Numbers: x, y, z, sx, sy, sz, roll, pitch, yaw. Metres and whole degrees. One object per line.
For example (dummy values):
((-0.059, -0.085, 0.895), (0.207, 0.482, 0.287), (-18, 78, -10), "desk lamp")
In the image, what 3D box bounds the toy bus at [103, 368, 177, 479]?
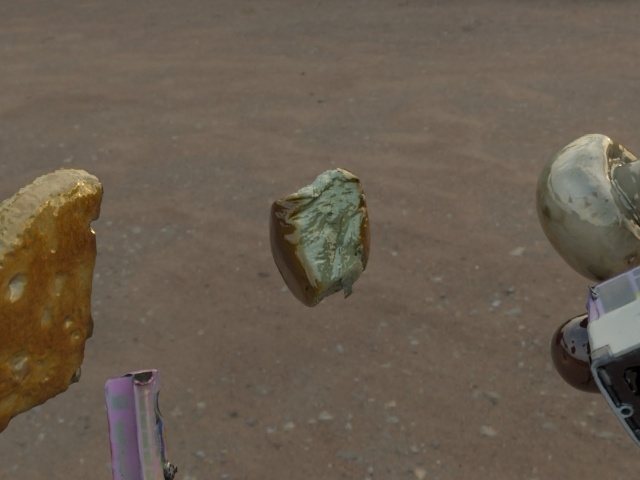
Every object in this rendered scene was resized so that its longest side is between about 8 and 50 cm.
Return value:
((-0.341, 0.379, 1.541), (0.090, 0.274, 0.112), (-14, -16, 13), "toy bus")

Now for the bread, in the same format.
((0.000, 0.000, 1.836), (0.224, 0.279, 0.250), (-16, -2, -10), "bread")

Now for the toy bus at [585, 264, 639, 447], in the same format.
((0.613, 0.104, 1.182), (0.439, 0.209, 0.249), (-30, 21, 21), "toy bus")

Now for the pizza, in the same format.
((-0.377, 0.094, 0.988), (0.114, 0.278, 0.409), (20, 74, 18), "pizza")

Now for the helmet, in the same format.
((0.475, 0.214, 1.483), (0.106, 0.175, 0.155), (-12, -6, -3), "helmet")

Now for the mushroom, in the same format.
((0.554, -0.073, 1.485), (0.290, 0.298, 0.297), (-32, 5, 39), "mushroom")
